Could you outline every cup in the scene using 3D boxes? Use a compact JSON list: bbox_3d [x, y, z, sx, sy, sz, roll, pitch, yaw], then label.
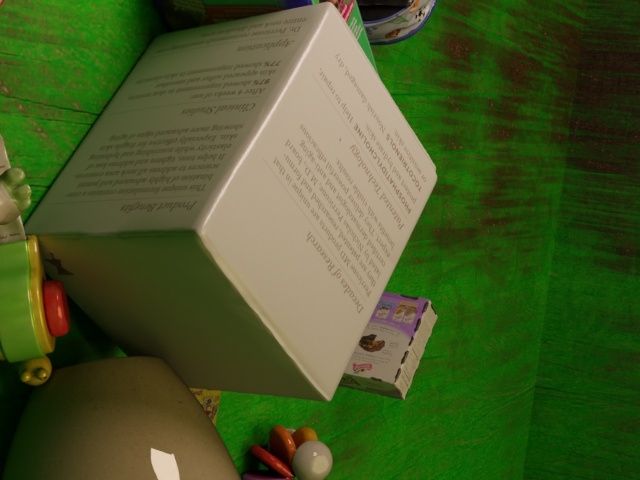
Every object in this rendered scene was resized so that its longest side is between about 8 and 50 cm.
[{"bbox_3d":[-0.263,0.281,1.503,0.331,0.331,0.237,18,59,-63],"label":"cup"}]

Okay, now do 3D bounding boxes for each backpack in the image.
[{"bbox_3d":[0.064,-0.429,1.906,0.213,0.263,0.277,17,83,-63],"label":"backpack"}]

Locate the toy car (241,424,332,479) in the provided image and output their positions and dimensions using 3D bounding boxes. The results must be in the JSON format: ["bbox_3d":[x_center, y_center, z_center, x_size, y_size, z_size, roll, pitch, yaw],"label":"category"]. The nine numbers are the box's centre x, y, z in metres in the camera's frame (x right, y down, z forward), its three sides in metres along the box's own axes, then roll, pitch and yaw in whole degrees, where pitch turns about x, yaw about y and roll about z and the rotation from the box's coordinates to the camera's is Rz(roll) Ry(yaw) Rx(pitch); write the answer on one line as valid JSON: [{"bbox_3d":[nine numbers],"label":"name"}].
[{"bbox_3d":[-0.071,0.414,2.080,0.136,0.159,0.182,14,86,-28],"label":"toy car"}]

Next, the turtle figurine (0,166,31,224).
[{"bbox_3d":[-0.409,-0.085,1.178,0.266,0.197,0.275,-22,121,-64],"label":"turtle figurine"}]

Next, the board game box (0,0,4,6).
[{"bbox_3d":[-0.418,-0.260,1.263,0.170,0.048,0.141,-67,148,-24],"label":"board game box"}]

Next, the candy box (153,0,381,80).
[{"bbox_3d":[-0.077,-0.297,1.669,0.122,0.268,0.317,-62,148,-29],"label":"candy box"}]

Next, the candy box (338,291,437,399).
[{"bbox_3d":[0.117,0.201,2.323,0.196,0.164,0.070,-65,147,-27],"label":"candy box"}]

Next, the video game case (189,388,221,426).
[{"bbox_3d":[-0.250,0.318,1.794,0.275,0.035,0.248,12,88,-62],"label":"video game case"}]

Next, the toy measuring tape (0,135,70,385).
[{"bbox_3d":[-0.365,0.030,1.385,0.121,0.121,0.330,-39,128,-53],"label":"toy measuring tape"}]

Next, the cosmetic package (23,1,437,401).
[{"bbox_3d":[-0.109,-0.047,1.559,0.327,0.329,0.394,54,51,-36],"label":"cosmetic package"}]
